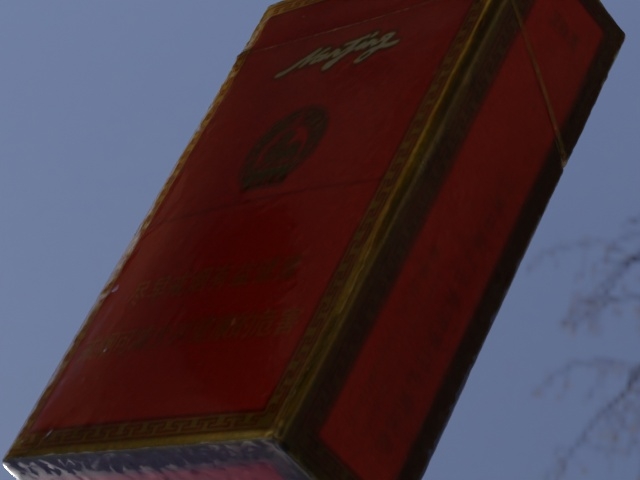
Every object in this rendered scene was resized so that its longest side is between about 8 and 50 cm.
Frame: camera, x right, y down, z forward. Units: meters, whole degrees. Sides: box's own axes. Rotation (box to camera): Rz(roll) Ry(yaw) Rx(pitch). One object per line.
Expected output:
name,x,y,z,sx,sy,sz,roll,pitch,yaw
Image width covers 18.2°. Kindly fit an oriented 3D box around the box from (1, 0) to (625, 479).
box,0.001,0.001,0.737,0.153,0.074,0.240,-15,-141,48
